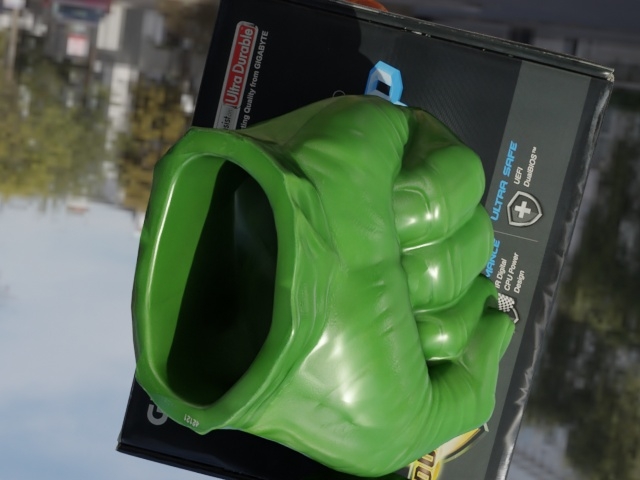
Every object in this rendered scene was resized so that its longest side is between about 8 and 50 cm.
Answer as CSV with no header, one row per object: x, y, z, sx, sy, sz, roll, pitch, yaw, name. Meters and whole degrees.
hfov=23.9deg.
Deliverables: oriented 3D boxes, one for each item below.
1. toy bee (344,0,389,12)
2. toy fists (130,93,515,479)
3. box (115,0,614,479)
0.000,0.000,0.899,0.162,0.298,0.195,2,-159,32,toy bee
0.006,0.084,0.574,0.096,0.279,0.142,10,-171,36,toy fists
0.018,0.007,0.681,0.175,0.220,0.051,15,-171,0,box
